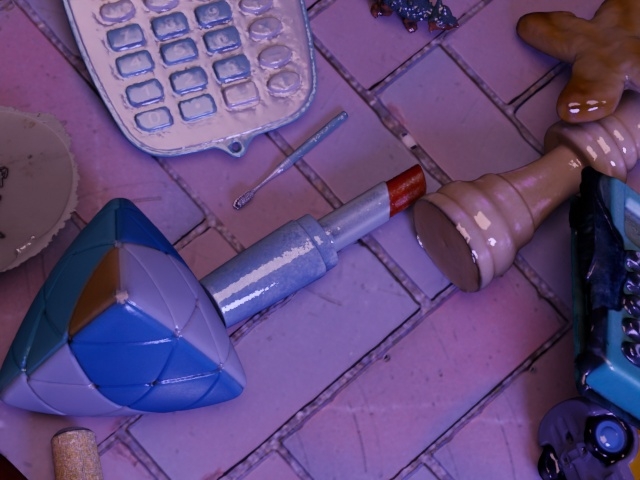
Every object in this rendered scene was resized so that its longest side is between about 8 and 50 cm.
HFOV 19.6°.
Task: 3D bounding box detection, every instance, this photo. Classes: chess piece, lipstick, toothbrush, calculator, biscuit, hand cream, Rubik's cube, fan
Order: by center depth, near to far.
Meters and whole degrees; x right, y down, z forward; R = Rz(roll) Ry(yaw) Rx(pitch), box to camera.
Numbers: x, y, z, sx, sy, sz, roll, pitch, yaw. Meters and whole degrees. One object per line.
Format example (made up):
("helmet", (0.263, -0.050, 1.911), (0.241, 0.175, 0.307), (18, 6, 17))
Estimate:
("Rubik's cube", (-0.225, 0.086, 1.797), (0.254, 0.254, 0.254), (3, 71, -7))
("hand cream", (-0.231, 0.279, 1.811), (0.084, 0.084, 0.203), (-9, 66, -11))
("fan", (-0.348, 0.022, 1.830), (0.233, 0.012, 0.415), (-11, 52, 6))
("calculator", (0.350, 0.081, 1.878), (0.248, 0.058, 0.274), (32, 45, -26))
("lipstick", (0.000, 0.000, 1.939), (0.274, 0.061, 0.068), (-31, 78, -17))
("chess piece", (0.289, -0.090, 1.987), (0.397, 0.117, 0.117), (-31, 79, -18))
("toothbrush", (-0.031, -0.087, 1.988), (0.167, 0.014, 0.011), (-41, 99, -19))
("biscuit", (0.312, -0.202, 1.998), (0.164, 0.047, 0.208), (-16, 36, 0))
("calculator", (-0.151, -0.265, 2.010), (0.256, 0.054, 0.386), (-17, 76, -13))

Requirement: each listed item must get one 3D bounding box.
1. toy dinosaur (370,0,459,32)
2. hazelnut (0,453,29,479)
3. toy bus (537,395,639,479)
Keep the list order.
("toy dinosaur", (0.084, -0.270, 2.045), (0.154, 0.055, 0.049), (28, 74, -1))
("hazelnut", (-0.401, 0.352, 1.592), (0.420, 0.353, 0.421), (-11, 42, 11))
("toy bus", (0.319, 0.250, 1.871), (0.136, 0.126, 0.209), (-14, 73, -27))
